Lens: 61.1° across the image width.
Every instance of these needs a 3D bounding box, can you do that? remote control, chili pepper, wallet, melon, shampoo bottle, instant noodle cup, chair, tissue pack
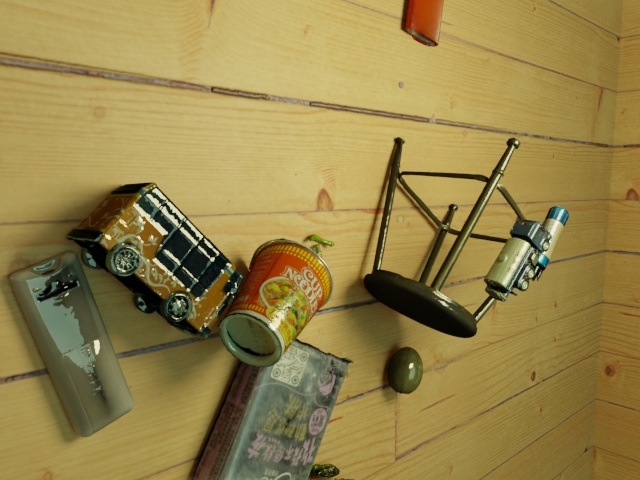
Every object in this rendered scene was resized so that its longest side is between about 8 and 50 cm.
[{"bbox_3d":[-0.407,0.181,0.916,0.109,0.055,0.313,-28,113,-38],"label":"remote control"},{"bbox_3d":[0.000,-0.001,1.298,0.083,0.030,0.017,18,101,-38],"label":"chili pepper"},{"bbox_3d":[0.288,-0.653,1.482,0.142,0.045,0.204,6,92,-46],"label":"wallet"},{"bbox_3d":[0.238,0.364,1.517,0.098,0.098,0.131,22,80,-43],"label":"melon"},{"bbox_3d":[0.544,0.010,1.314,0.183,0.050,0.087,-63,160,-6],"label":"shampoo bottle"},{"bbox_3d":[-0.097,0.129,1.067,0.212,0.193,0.193,-57,132,-52],"label":"instant noodle cup"},{"bbox_3d":[0.330,0.006,1.403,0.362,0.364,0.410,41,73,-39],"label":"chair"},{"bbox_3d":[-0.097,0.391,1.196,0.259,0.122,0.361,31,76,-39],"label":"tissue pack"}]

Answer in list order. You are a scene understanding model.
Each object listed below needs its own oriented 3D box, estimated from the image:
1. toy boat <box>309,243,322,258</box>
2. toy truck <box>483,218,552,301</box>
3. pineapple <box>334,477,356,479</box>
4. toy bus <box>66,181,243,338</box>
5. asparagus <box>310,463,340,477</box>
[{"bbox_3d":[-0.012,0.071,1.303,0.063,0.016,0.115,-34,117,-36],"label":"toy boat"},{"bbox_3d":[0.446,0.045,1.245,0.088,0.074,0.202,41,77,-30],"label":"toy truck"},{"bbox_3d":[-0.049,0.666,1.218,0.340,0.169,0.169,-13,105,-22],"label":"pineapple"},{"bbox_3d":[-0.281,0.038,0.966,0.275,0.138,0.167,52,59,-31],"label":"toy bus"},{"bbox_3d":[-0.007,0.574,1.359,0.165,0.030,0.036,26,67,-42],"label":"asparagus"}]
